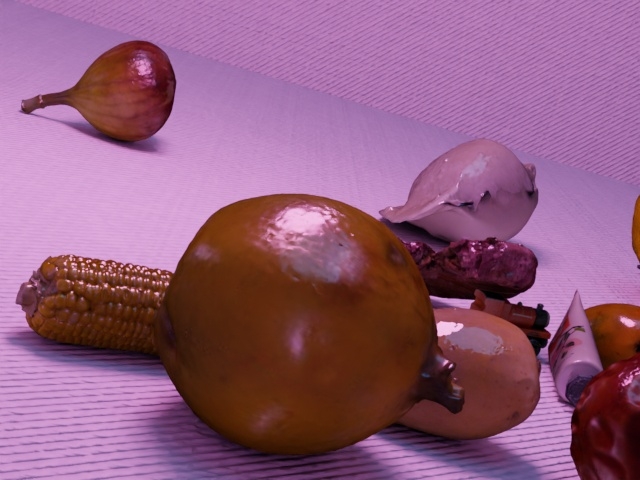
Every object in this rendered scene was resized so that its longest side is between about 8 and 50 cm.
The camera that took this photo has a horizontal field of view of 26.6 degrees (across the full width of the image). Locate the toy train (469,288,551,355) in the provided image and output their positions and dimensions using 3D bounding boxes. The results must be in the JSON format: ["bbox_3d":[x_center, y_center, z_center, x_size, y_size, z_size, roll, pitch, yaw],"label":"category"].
[{"bbox_3d":[0.213,0.094,1.527,0.103,0.064,0.044,12,12,-20],"label":"toy train"}]

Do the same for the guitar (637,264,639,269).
[{"bbox_3d":[0.620,0.083,2.203,0.233,0.025,0.088,26,16,34],"label":"guitar"}]

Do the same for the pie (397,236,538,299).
[{"bbox_3d":[0.141,0.033,1.563,0.219,0.054,0.204,0,-11,17],"label":"pie"}]

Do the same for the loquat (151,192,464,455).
[{"bbox_3d":[0.001,0.072,1.045,0.246,0.213,0.213,21,13,14],"label":"loquat"}]

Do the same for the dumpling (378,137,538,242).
[{"bbox_3d":[0.199,-0.069,2.053,0.227,0.175,0.243,-11,-26,42],"label":"dumpling"}]

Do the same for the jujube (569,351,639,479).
[{"bbox_3d":[0.298,0.166,1.157,0.155,0.155,0.230,22,4,20],"label":"jujube"}]

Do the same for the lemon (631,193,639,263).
[{"bbox_3d":[0.619,0.003,2.018,0.316,0.285,0.285,53,23,12],"label":"lemon"}]

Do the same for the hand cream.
[{"bbox_3d":[0.277,0.122,1.487,0.050,0.080,0.234,24,16,-2],"label":"hand cream"}]

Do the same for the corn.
[{"bbox_3d":[-0.144,0.061,1.169,0.238,0.080,0.080,9,15,-26],"label":"corn"}]

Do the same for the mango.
[{"bbox_3d":[0.346,0.116,1.565,0.111,0.089,0.163,24,-4,-36],"label":"mango"}]

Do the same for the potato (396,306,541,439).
[{"bbox_3d":[0.105,0.116,1.196,0.178,0.118,0.109,5,-24,8],"label":"potato"}]

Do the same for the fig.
[{"bbox_3d":[-0.319,-0.204,2.046,0.143,0.231,0.160,59,0,-19],"label":"fig"}]
